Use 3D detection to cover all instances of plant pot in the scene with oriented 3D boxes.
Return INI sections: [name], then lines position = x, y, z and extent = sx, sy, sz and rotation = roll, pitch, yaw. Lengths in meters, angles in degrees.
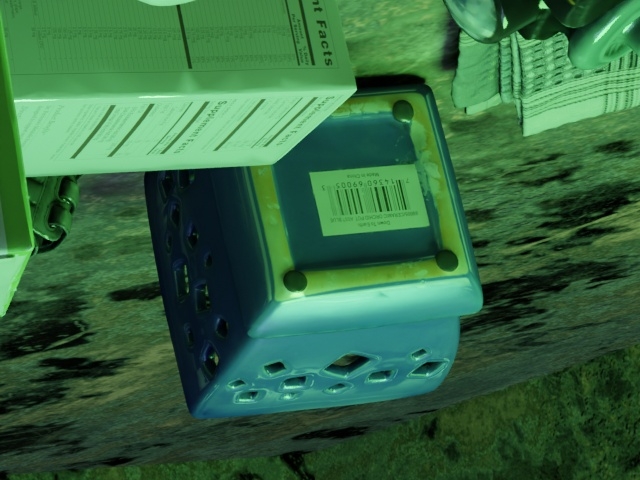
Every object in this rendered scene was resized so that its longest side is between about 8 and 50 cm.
[plant pot]
position = 0.000, 0.000, 1.588
extent = 0.236, 0.236, 0.212
rotation = -6, 160, -19

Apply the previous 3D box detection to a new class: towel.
[towel]
position = 0.258, -0.165, 1.467
extent = 0.324, 0.056, 0.312
rotation = -11, 167, 2

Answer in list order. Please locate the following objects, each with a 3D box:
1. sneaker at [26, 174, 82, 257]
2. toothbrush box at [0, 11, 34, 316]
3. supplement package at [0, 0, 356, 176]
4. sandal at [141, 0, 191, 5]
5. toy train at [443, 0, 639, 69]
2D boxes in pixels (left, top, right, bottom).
[sneaker]
position = -0.175, -0.059, 1.366
extent = 0.295, 0.147, 0.104
rotation = -4, 163, -31
[toothbrush box]
position = -0.250, -0.103, 0.832
extent = 0.206, 0.283, 0.122
rotation = -7, 167, -17
[supplement package]
position = -0.123, -0.123, 1.158
extent = 0.244, 0.139, 0.134
rotation = -3, 163, -27
[sandal]
position = 0.046, -0.253, 0.871
extent = 0.416, 0.102, 0.169
rotation = -37, 168, 35
[toy train]
position = 0.205, -0.208, 0.927
extent = 0.334, 0.142, 0.190
rotation = -30, 166, -19
